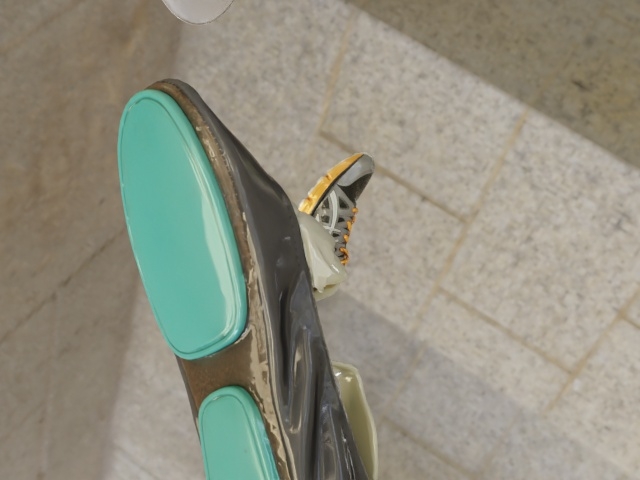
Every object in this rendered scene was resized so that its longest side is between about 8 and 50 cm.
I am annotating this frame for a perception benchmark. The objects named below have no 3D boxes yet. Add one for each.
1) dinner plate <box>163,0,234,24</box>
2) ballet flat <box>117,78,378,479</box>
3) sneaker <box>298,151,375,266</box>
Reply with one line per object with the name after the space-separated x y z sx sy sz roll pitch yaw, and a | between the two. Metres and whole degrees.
-0.089 -0.242 0.843 0.141 0.017 0.141 -33 129 -53 | dinner plate
-0.019 0.040 0.384 0.074 0.203 0.074 -15 173 -2 | ballet flat
0.000 0.000 1.142 0.215 0.083 0.084 -56 177 -7 | sneaker
